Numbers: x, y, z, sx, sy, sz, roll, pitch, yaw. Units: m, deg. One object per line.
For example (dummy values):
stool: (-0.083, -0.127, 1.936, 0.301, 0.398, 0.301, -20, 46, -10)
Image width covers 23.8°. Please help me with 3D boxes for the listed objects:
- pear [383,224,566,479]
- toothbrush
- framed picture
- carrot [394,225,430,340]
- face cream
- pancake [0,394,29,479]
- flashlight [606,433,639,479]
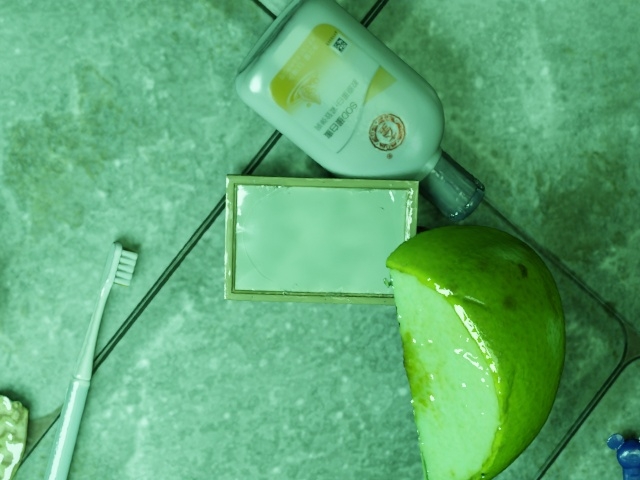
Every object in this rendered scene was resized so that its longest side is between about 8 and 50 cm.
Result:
pear: (0.203, 0.112, 1.615, 0.239, 0.139, 0.288, -31, 117, -49)
toothbrush: (-0.251, 0.167, 1.572, 0.030, 0.025, 0.342, 16, 92, -21)
framed picture: (0.000, 0.000, 1.595, 0.201, 0.010, 0.136, 2, 103, 0)
carrot: (0.117, 0.097, 1.655, 0.069, 0.069, 0.229, -15, 104, -15)
face cream: (0.053, -0.124, 1.598, 0.291, 0.071, 0.144, 40, 92, -19)
pancake: (-0.407, 0.183, 1.522, 0.212, 0.029, 0.235, -28, 105, -11)
flashlight: (0.369, 0.280, 1.781, 0.057, 0.035, 0.121, -5, 105, 8)
